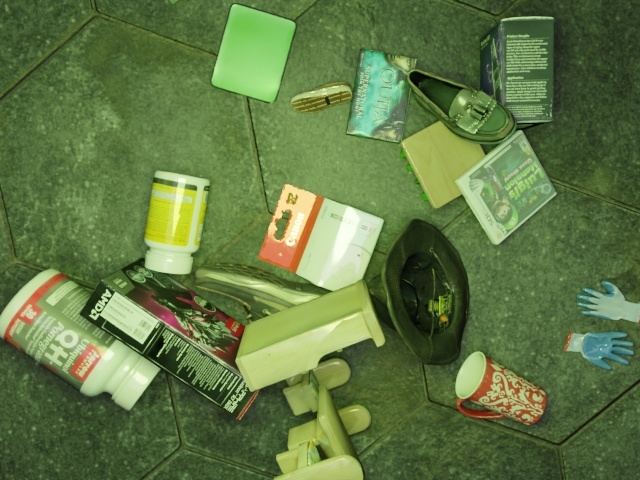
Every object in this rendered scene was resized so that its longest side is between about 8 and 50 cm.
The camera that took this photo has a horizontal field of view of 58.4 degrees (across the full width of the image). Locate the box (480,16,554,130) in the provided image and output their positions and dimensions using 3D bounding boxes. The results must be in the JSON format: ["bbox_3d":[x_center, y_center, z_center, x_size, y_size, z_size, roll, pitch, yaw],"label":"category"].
[{"bbox_3d":[0.406,-0.340,1.196,0.108,0.153,0.206,-2,94,0],"label":"box"}]

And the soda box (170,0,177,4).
[{"bbox_3d":[-0.363,-0.647,1.187,0.098,0.091,0.286,-35,95,2],"label":"soda box"}]

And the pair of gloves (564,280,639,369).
[{"bbox_3d":[0.651,0.194,1.310,0.159,0.023,0.198,13,95,-2],"label":"pair of gloves"}]

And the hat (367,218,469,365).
[{"bbox_3d":[0.187,0.112,1.213,0.134,0.331,0.331,-9,97,40],"label":"hat"}]

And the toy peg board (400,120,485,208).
[{"bbox_3d":[0.264,-0.174,1.256,0.161,0.079,0.161,-30,96,-14],"label":"toy peg board"}]

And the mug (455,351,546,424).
[{"bbox_3d":[0.398,0.342,1.293,0.169,0.150,0.113,27,58,-7],"label":"mug"}]

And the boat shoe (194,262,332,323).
[{"bbox_3d":[-0.107,0.144,1.240,0.356,0.132,0.130,16,96,-2],"label":"boat shoe"}]

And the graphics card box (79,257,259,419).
[{"bbox_3d":[-0.279,0.191,1.191,0.371,0.233,0.094,34,99,-3],"label":"graphics card box"}]

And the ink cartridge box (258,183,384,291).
[{"bbox_3d":[0.000,0.000,1.269,0.233,0.066,0.189,20,95,-7],"label":"ink cartridge box"}]

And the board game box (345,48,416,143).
[{"bbox_3d":[0.132,-0.315,1.256,0.126,0.026,0.186,9,95,-1],"label":"board game box"}]

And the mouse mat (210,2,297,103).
[{"bbox_3d":[-0.147,-0.408,1.254,0.153,0.007,0.189,16,96,-2],"label":"mouse mat"}]

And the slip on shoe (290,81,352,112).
[{"bbox_3d":[0.001,-0.316,1.249,0.136,0.051,0.041,-13,55,8],"label":"slip on shoe"}]

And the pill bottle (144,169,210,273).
[{"bbox_3d":[-0.311,-0.039,1.227,0.119,0.119,0.208,10,94,-2],"label":"pill bottle"}]

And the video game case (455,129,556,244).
[{"bbox_3d":[0.406,-0.115,1.244,0.190,0.022,0.173,-39,106,-11],"label":"video game case"}]

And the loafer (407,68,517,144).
[{"bbox_3d":[0.270,-0.273,1.153,0.084,0.267,0.096,27,101,-46],"label":"loafer"}]

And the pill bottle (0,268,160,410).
[{"bbox_3d":[-0.495,0.217,1.217,0.319,0.176,0.176,36,94,-4],"label":"pill bottle"}]

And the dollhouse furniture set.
[{"bbox_3d":[0.043,0.315,1.105,0.257,0.362,0.394,-22,104,6],"label":"dollhouse furniture set"}]
